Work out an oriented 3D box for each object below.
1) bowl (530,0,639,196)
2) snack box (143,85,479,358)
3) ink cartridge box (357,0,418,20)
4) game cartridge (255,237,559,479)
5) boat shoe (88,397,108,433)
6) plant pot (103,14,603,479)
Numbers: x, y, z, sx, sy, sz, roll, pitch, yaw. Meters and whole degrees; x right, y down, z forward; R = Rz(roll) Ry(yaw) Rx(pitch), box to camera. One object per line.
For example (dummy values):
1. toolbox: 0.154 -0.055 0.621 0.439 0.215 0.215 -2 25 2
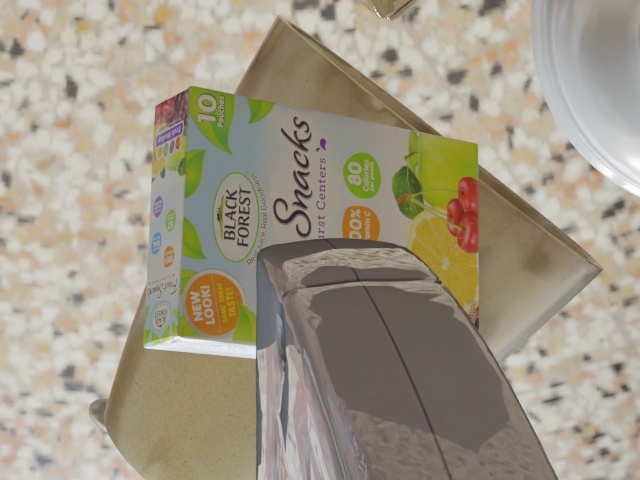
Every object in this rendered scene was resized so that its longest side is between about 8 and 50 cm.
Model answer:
1. bowl: 0.288 -0.140 0.968 0.298 0.134 0.297 3 107 11
2. snack box: 0.000 0.000 0.590 0.141 0.100 0.037 9 165 -30
3. ink cartridge box: 0.055 -0.238 0.574 0.235 0.088 0.193 -41 135 -9
4. game cartridge: 0.025 0.131 0.375 0.062 0.297 0.198 0 119 -11
5. boat shoe: -0.164 0.175 1.269 0.100 0.035 0.035 25 127 21
6. plant pot: -0.007 0.043 0.915 0.256 0.256 0.274 34 98 -28
